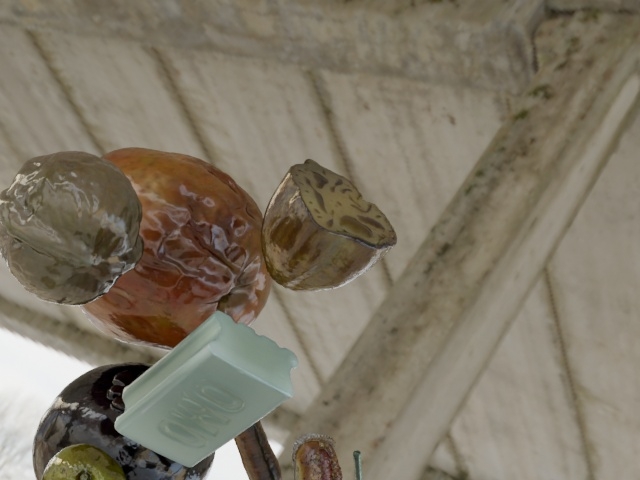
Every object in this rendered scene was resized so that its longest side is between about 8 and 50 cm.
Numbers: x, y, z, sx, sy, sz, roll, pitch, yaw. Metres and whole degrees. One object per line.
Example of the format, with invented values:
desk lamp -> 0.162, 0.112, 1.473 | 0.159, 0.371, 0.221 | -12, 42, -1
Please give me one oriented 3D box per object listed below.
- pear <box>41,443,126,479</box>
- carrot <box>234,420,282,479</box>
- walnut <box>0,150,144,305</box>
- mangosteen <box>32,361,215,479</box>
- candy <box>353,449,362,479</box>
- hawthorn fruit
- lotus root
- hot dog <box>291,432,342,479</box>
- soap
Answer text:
pear -> -0.298, 0.309, 1.309 | 0.107, 0.107, 0.131 | 36, -34, 1
carrot -> -0.137, 0.331, 1.913 | 0.066, 0.066, 0.314 | 4, -61, 45
walnut -> -0.401, -0.019, 1.679 | 0.248, 0.248, 0.248 | 27, -30, 17
mangosteen -> -0.414, 0.468, 2.201 | 0.382, 0.382, 0.435 | 25, -54, 20
candy -> 0.070, 0.416, 1.559 | 0.091, 0.083, 0.305 | 7, -49, 14
hawthorn fruit -> -0.310, 0.018, 2.185 | 0.471, 0.472, 0.472 | 27, -30, 17
lotus root -> 0.000, -0.001, 1.708 | 0.199, 0.188, 0.180 | 16, -57, -29
hot dog -> -0.006, 0.437, 1.872 | 0.053, 0.099, 0.192 | 15, -69, 59
soap -> -0.177, 0.234, 1.594 | 0.160, 0.087, 0.265 | 33, -52, -23
